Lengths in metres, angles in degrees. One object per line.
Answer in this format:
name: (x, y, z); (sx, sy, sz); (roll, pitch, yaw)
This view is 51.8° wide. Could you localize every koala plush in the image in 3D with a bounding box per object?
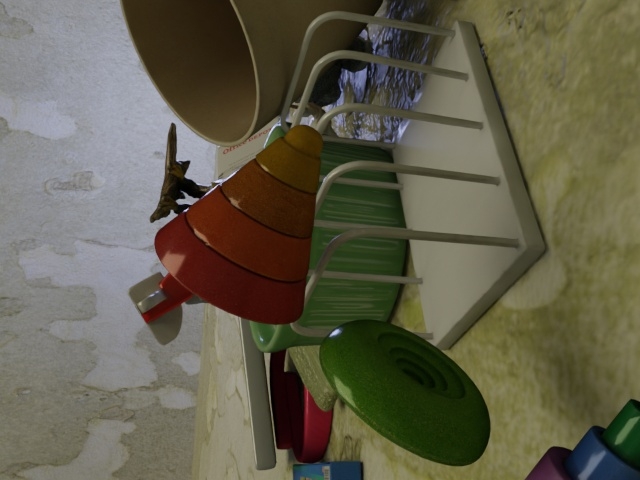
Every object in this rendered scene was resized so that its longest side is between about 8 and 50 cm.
koala plush: (-0.040, -0.281, 1.009); (0.221, 0.196, 0.203); (-138, 42, -59)

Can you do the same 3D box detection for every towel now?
towel: (-0.002, 0.170, 0.995); (0.148, 0.027, 0.110); (56, 131, 40)

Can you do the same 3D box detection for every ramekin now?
ramekin: (0.000, 0.000, 0.889); (0.303, 0.148, 0.303); (-176, 90, -74)

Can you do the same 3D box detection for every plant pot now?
plant pot: (-0.055, -0.286, 0.800); (0.256, 0.274, 0.256); (36, 145, 31)

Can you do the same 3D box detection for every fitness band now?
fitness band: (-0.036, 0.241, 1.142); (0.291, 0.054, 0.209); (-104, 27, -46)

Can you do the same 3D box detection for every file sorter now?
file sorter: (0.061, -0.062, 0.647); (0.193, 0.173, 0.277); (116, 154, -52)

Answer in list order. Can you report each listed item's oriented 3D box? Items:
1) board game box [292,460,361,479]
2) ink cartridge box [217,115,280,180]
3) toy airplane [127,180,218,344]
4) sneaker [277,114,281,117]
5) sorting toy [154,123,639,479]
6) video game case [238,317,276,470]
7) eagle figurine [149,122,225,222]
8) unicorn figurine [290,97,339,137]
board game box: (0.007, 0.400, 0.940); (0.210, 0.047, 0.160); (132, 139, -65)
ink cartridge box: (-0.119, -0.121, 1.317); (0.092, 0.158, 0.218); (45, -151, -48)
toy airplane: (-0.238, 0.085, 1.493); (0.384, 0.272, 0.386); (-45, 13, 28)
sneaker: (-0.130, -0.330, 1.582); (0.215, 0.084, 0.083); (-137, 48, -69)
sorting toy: (0.062, 0.043, 0.434); (0.126, 0.365, 0.127); (-60, -15, 16)
video game case: (-0.115, 0.232, 1.171); (0.300, 0.036, 0.329); (101, 161, -72)
eagle figurine: (-0.135, -0.068, 1.142); (0.225, 0.298, 0.226); (-80, -4, -68)
unicorn figurine: (0.003, -0.155, 1.010); (0.060, 0.162, 0.111); (-48, 5, -15)
